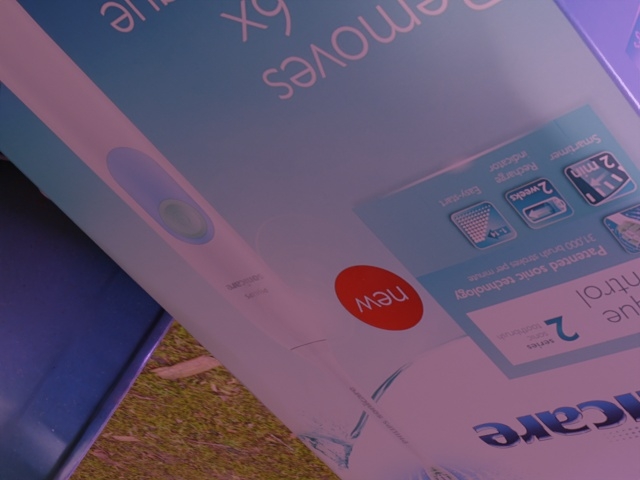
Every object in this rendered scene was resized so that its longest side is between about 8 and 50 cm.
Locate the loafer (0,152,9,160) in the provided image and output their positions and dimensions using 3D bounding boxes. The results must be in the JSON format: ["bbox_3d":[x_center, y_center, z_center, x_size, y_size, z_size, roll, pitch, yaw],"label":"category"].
[{"bbox_3d":[-0.234,-0.154,0.686,0.095,0.109,0.302,-10,139,35],"label":"loafer"}]

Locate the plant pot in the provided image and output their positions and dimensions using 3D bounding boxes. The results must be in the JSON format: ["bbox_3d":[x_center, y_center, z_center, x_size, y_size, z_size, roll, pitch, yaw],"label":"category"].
[{"bbox_3d":[-0.245,0.027,0.874,0.255,0.271,0.271,34,150,-6],"label":"plant pot"}]

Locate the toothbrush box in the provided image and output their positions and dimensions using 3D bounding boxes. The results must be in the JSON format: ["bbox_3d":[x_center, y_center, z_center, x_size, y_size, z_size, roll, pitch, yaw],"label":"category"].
[{"bbox_3d":[0.028,-0.047,0.411,0.216,0.126,0.295,-21,121,42],"label":"toothbrush box"}]

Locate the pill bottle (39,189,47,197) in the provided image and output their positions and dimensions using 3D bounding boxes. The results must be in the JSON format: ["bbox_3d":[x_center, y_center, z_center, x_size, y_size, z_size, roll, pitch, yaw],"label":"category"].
[{"bbox_3d":[-0.005,-0.040,0.695,0.283,0.160,0.160,26,151,-15],"label":"pill bottle"}]
